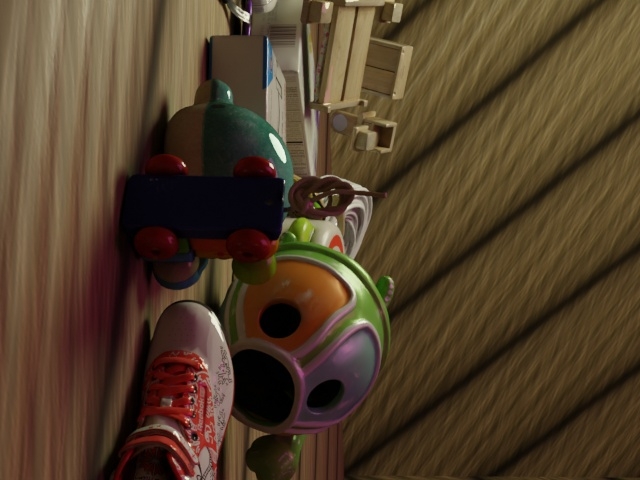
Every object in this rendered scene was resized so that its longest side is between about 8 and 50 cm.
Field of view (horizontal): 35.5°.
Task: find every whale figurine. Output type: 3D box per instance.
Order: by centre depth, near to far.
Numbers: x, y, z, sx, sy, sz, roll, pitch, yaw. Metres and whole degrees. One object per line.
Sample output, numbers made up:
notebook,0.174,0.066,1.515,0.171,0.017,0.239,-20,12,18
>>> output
whale figurine,-0.097,-0.082,1.174,0.272,0.141,0.216,-77,165,-75

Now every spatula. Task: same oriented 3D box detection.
spatula,-0.127,-0.351,1.487,0.296,0.030,0.084,68,24,-76

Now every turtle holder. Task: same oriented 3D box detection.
turtle holder,-0.053,0.165,1.374,0.320,0.243,0.227,-49,180,33

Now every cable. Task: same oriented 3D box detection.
cable,0.000,0.000,1.897,0.257,0.089,0.257,-27,139,-56

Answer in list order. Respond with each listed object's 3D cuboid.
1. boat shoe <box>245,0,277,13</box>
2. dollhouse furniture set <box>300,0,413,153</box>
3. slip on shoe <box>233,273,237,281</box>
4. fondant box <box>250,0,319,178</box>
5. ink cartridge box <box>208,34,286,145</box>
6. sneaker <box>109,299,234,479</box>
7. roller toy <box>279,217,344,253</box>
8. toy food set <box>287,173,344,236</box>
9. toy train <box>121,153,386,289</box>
boat shoe,-0.097,-0.453,1.711,0.184,0.066,0.063,-69,161,-50
dollhouse furniture set,0.001,-0.302,1.824,0.356,0.174,0.303,-18,122,-56
slip on shoe,-0.113,0.093,1.520,0.051,0.041,0.135,80,10,-60
fondant box,-0.063,-0.271,1.841,0.330,0.096,0.238,84,7,-53
ink cartridge box,-0.102,-0.193,1.439,0.203,0.086,0.148,50,39,-81
sneaker,-0.139,0.175,0.956,0.145,0.090,0.269,81,12,-73
roller toy,-0.049,0.061,1.661,0.191,0.146,0.209,-17,111,-74
toy food set,-0.046,-0.068,1.714,0.038,0.192,0.132,-49,156,-27
toy train,-0.062,-0.004,0.997,0.143,0.248,0.105,89,2,-58
